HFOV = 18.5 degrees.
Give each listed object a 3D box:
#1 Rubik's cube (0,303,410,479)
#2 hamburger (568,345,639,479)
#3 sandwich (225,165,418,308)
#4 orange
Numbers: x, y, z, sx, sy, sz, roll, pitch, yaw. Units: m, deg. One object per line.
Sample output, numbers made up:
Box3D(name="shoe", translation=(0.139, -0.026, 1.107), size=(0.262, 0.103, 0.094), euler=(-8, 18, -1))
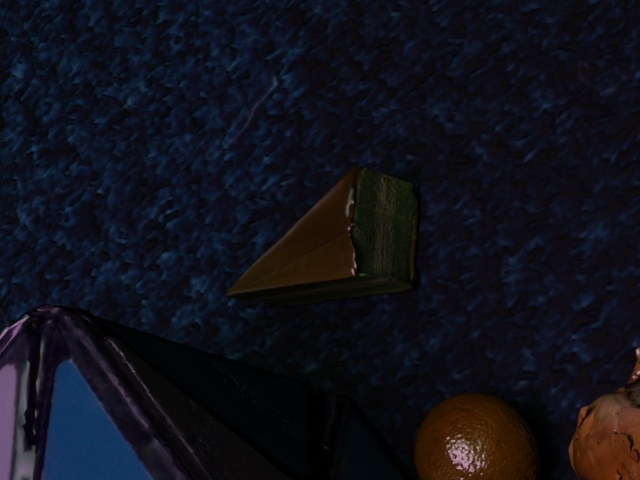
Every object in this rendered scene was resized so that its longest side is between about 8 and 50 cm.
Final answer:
Box3D(name="Rubik's cube", translation=(-0.093, 0.252, 1.178), size=(0.310, 0.307, 0.305), euler=(-48, 53, 16))
Box3D(name="hamburger", translation=(0.270, 0.093, 1.009), size=(0.245, 0.260, 0.211), euler=(36, 84, -6))
Box3D(name="sandwich", translation=(0.000, 0.000, 1.322), size=(0.116, 0.074, 0.074), euler=(-10, 75, 36))
Box3D(name="orange", translation=(0.098, 0.135, 1.216), size=(0.085, 0.085, 0.085), euler=(-10, 73, 35))
